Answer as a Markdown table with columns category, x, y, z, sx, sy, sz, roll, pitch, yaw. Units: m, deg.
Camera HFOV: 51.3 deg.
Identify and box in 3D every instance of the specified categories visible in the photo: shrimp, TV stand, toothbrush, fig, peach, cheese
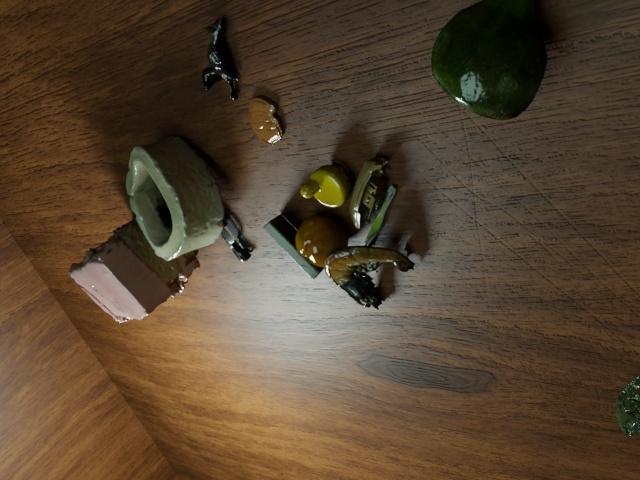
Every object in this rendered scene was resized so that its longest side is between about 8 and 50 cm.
| category | x | y | z | sx | sy | sz | roll | pitch | yaw |
| --- | --- | --- | --- | --- | --- | --- | --- | --- | --- |
| shrimp | 0.141 | 0.091 | 1.700 | 0.222 | 0.054 | 0.290 | -12 | 143 | 19 |
| TV stand | -0.289 | -0.046 | 2.011 | 0.036 | 0.042 | 0.249 | -17 | 111 | 51 |
| toothbrush | 0.137 | -0.042 | 1.638 | 0.022 | 0.026 | 0.263 | 49 | 145 | 23 |
| fig | 0.309 | -0.335 | 1.113 | 0.203 | 0.203 | 0.235 | 38 | 117 | 10 |
| peach | 0.000 | 0.000 | 1.721 | 0.138 | 0.138 | 0.138 | 24 | 137 | 25 |
| cheese | -0.434 | -0.124 | 1.934 | 0.292 | 0.153 | 0.332 | -36 | 78 | 52 |

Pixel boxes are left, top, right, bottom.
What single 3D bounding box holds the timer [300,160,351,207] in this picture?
| category | x | y | z | sx | sy | sz | roll | pitch | yaw |
| --- | --- | --- | --- | --- | --- | --- | --- | --- | --- |
| timer | 0.017 | -0.127 | 1.604 | 0.107 | 0.109 | 0.107 | 24 | 137 | 24 |

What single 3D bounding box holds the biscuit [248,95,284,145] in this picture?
| category | x | y | z | sx | sy | sz | roll | pitch | yaw |
| --- | --- | --- | --- | --- | --- | --- | --- | --- | --- |
| biscuit | -0.138 | -0.298 | 1.666 | 0.102 | 0.019 | 0.131 | 19 | 136 | 31 |

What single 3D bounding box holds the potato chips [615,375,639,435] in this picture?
| category | x | y | z | sx | sy | sz | roll | pitch | yaw |
| --- | --- | --- | --- | --- | --- | --- | --- | --- | --- |
| potato chips | 0.727 | 0.377 | 1.481 | 0.142 | 0.026 | 0.209 | 37 | 141 | 8 |

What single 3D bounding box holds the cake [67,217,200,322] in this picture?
| category | x | y | z | sx | sy | sz | roll | pitch | yaw |
| --- | --- | --- | --- | --- | --- | --- | --- | --- | --- |
| cake | -0.590 | 0.083 | 2.188 | 0.293 | 0.307 | 0.314 | 52 | 142 | -11 |

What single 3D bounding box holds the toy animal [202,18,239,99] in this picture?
| category | x | y | z | sx | sy | sz | roll | pitch | yaw |
| --- | --- | --- | --- | --- | --- | --- | --- | --- | --- |
| toy animal | -0.246 | -0.442 | 1.614 | 0.105 | 0.070 | 0.203 | 17 | 132 | 14 |

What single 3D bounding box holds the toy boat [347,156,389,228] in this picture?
| category | x | y | z | sx | sy | sz | roll | pitch | yaw |
| --- | --- | --- | --- | --- | --- | --- | --- | --- | --- |
| toy boat | 0.117 | -0.109 | 1.560 | 0.072 | 0.064 | 0.206 | 42 | 141 | 23 |

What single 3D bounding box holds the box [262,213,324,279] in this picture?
| category | x | y | z | sx | sy | sz | roll | pitch | yaw |
| --- | --- | --- | --- | --- | --- | --- | --- | --- | --- |
| box | -0.064 | 0.014 | 1.804 | 0.030 | 0.121 | 0.193 | -44 | 90 | 17 |
